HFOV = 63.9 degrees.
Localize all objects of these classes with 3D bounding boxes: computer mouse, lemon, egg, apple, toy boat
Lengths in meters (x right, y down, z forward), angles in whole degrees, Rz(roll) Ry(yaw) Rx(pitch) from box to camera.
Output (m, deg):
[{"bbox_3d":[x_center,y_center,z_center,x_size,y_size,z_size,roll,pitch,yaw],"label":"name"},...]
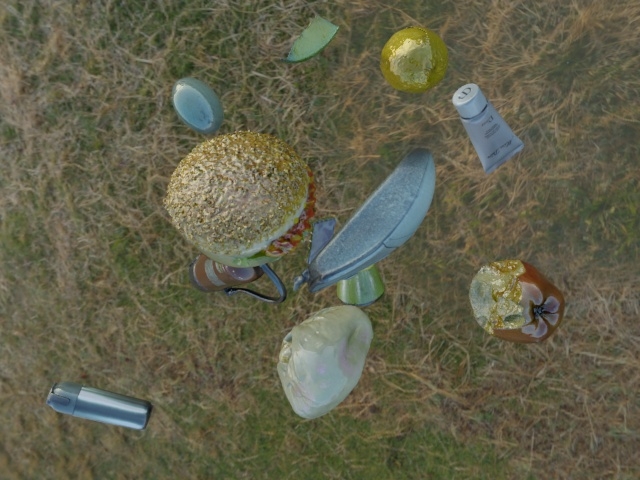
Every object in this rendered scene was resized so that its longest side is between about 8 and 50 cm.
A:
[{"bbox_3d":[0.063,-0.009,0.602,0.068,0.113,0.229,42,91,1],"label":"computer mouse"},{"bbox_3d":[0.294,-0.564,1.615,0.204,0.260,0.204,-8,117,-16],"label":"lemon"},{"bbox_3d":[-0.476,-0.523,1.994,0.236,0.169,0.169,47,121,-7],"label":"egg"},{"bbox_3d":[0.379,0.122,0.982,0.156,0.147,0.158,-62,31,3],"label":"apple"},{"bbox_3d":[0.000,0.000,1.175,0.016,0.063,0.115,42,134,41],"label":"toy boat"}]

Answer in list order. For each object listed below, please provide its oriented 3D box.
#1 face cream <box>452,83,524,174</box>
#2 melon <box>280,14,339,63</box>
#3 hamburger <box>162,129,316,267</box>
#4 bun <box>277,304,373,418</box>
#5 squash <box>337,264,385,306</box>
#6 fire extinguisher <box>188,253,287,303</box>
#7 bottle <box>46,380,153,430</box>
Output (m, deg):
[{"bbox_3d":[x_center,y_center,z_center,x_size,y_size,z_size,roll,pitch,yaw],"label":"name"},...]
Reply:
[{"bbox_3d":[0.490,-0.330,1.520,0.143,0.089,0.314,-40,132,12],"label":"face cream"},{"bbox_3d":[-0.038,-0.695,1.795,0.053,0.262,0.114,21,150,51],"label":"melon"},{"bbox_3d":[-0.150,-0.086,1.003,0.294,0.276,0.179,15,154,7],"label":"hamburger"},{"bbox_3d":[-0.007,0.329,1.488,0.213,0.361,0.361,35,120,-9],"label":"bun"},{"bbox_3d":[0.133,0.131,1.754,0.170,0.170,0.123,4,118,24],"label":"squash"},{"bbox_3d":[-0.193,0.072,1.277,0.200,0.113,0.376,31,155,-21],"label":"fire extinguisher"},{"bbox_3d":[-0.565,0.427,1.322,0.254,0.096,0.079,20,80,-14],"label":"bottle"}]
